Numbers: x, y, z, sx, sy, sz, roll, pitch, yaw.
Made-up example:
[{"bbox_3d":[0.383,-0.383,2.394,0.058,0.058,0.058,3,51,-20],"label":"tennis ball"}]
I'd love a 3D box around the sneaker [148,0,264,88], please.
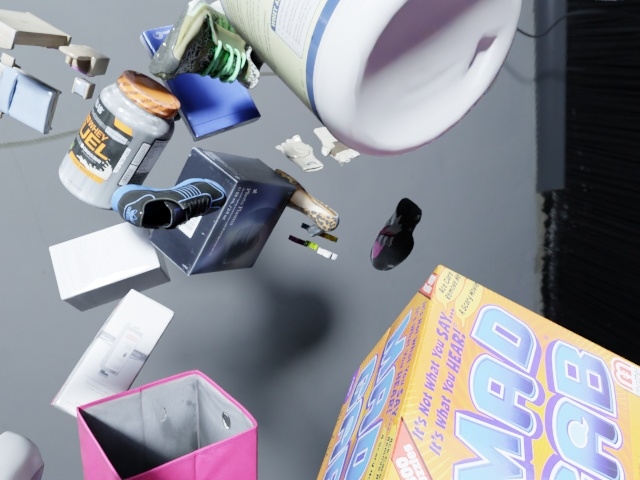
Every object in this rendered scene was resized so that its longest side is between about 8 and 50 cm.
[{"bbox_3d":[-0.202,-0.389,1.191,0.182,0.410,0.158,37,119,-9],"label":"sneaker"}]

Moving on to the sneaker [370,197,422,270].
[{"bbox_3d":[0.144,0.001,1.119,0.072,0.077,0.178,34,50,5],"label":"sneaker"}]

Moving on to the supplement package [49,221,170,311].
[{"bbox_3d":[-0.640,0.076,1.775,0.292,0.175,0.178,-19,72,-9],"label":"supplement package"}]

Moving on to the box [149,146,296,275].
[{"bbox_3d":[-0.263,-0.078,1.608,0.296,0.182,0.294,-59,157,17],"label":"box"}]

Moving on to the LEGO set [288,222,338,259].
[{"bbox_3d":[0.000,0.000,2.029,0.093,0.227,0.087,21,93,-42],"label":"LEGO set"}]

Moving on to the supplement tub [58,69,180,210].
[{"bbox_3d":[-0.492,-0.247,1.426,0.193,0.194,0.316,27,113,-30],"label":"supplement tub"}]

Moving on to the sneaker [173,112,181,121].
[{"bbox_3d":[-0.535,-0.327,1.739,0.293,0.146,0.102,-53,166,-24],"label":"sneaker"}]

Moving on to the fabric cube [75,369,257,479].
[{"bbox_3d":[-0.282,0.438,1.073,0.259,0.254,0.258,-11,110,-36],"label":"fabric cube"}]

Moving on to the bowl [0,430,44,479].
[{"bbox_3d":[-0.334,0.283,0.590,0.053,0.142,0.142,14,92,-7],"label":"bowl"}]

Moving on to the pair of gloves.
[{"bbox_3d":[-0.006,-0.298,1.915,0.240,0.204,0.042,-21,138,-28],"label":"pair of gloves"}]

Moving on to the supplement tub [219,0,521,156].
[{"bbox_3d":[0.027,-0.273,0.634,0.235,0.325,0.235,-26,146,-19],"label":"supplement tub"}]

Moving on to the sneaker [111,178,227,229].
[{"bbox_3d":[-0.257,-0.060,1.054,0.232,0.090,0.081,-11,126,-44],"label":"sneaker"}]

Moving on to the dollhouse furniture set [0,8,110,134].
[{"bbox_3d":[-0.741,-0.381,1.437,0.286,0.198,0.303,30,112,5],"label":"dollhouse furniture set"}]

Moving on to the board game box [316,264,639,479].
[{"bbox_3d":[0.218,0.334,0.845,0.356,0.356,0.356,27,135,0],"label":"board game box"}]

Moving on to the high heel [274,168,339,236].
[{"bbox_3d":[-0.040,-0.138,1.826,0.093,0.186,0.261,-38,98,-29],"label":"high heel"}]

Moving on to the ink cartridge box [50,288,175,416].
[{"bbox_3d":[-0.469,0.268,1.302,0.117,0.207,0.283,35,63,-15],"label":"ink cartridge box"}]

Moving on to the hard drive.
[{"bbox_3d":[-0.326,-0.447,1.584,0.210,0.040,0.319,-27,87,-31],"label":"hard drive"}]
